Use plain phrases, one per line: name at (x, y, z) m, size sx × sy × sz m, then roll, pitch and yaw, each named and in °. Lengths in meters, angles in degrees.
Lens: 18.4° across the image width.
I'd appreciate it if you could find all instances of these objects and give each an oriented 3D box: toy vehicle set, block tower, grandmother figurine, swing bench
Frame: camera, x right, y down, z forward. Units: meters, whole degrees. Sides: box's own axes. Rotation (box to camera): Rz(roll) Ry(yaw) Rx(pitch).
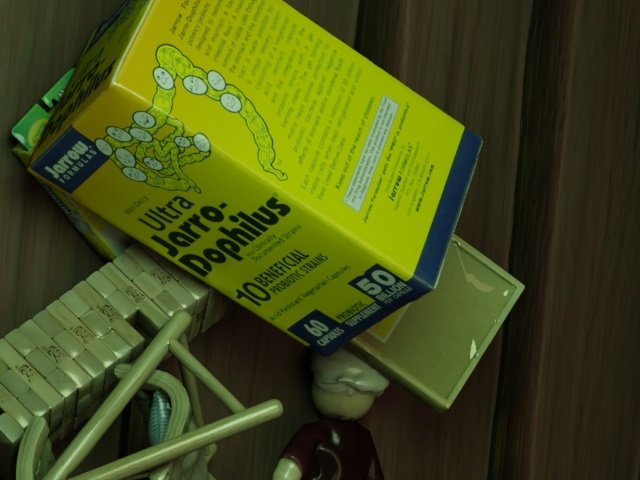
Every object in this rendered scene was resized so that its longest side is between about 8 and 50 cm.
toy vehicle set at (0.066, 0.040, 2.103) m, size 0.267 × 0.035 × 0.166 m, roll 36°, pitch 71°, yaw -3°
block tower at (-0.204, 0.088, 1.930) m, size 0.097 × 0.091 × 0.335 m, roll 42°, pitch 60°, yaw 17°
grandmother figurine at (0.004, 0.267, 2.117) m, size 0.208 × 0.104 × 0.342 m, roll 25°, pitch 74°, yaw -63°
swing bench at (-0.167, 0.251, 1.881) m, size 0.254 × 0.165 × 0.253 m, roll -36°, pitch 147°, yaw -21°

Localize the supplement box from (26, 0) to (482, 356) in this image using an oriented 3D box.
supplement box at (-0.059, -0.081, 1.873) m, size 0.356 × 0.194 × 0.195 m, roll 33°, pitch 53°, yaw -16°

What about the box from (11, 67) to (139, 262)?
box at (-0.225, -0.075, 1.953) m, size 0.105 × 0.043 × 0.179 m, roll -49°, pitch 120°, yaw -23°
